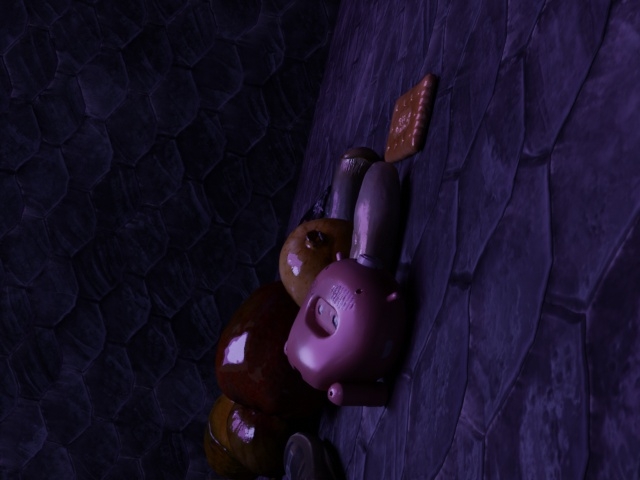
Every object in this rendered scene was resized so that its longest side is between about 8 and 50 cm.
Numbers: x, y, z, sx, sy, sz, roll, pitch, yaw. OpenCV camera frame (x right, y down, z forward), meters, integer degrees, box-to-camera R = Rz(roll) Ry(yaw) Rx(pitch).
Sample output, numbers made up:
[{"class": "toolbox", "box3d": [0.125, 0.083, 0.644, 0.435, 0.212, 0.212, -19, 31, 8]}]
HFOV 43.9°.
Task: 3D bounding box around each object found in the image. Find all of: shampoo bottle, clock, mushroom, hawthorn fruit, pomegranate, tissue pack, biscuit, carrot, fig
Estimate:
[{"class": "shampoo bottle", "box3d": [-0.016, 0.482, 1.636, 0.350, 0.084, 0.126, 165, 116, -80]}, {"class": "clock", "box3d": [0.044, 0.139, 1.393, 0.227, 0.142, 0.241, 37, 112, 54]}, {"class": "mushroom", "box3d": [0.058, -0.063, 1.894, 0.159, 0.122, 0.329, -178, 102, -73]}, {"class": "hawthorn fruit", "box3d": [-0.097, 0.251, 1.829, 0.308, 0.308, 0.325, 126, 135, -70]}, {"class": "pomegranate", "box3d": [0.017, 0.050, 1.694, 0.215, 0.215, 0.216, -167, 90, -82]}, {"class": "tissue pack", "box3d": [0.000, 0.000, 2.211, 0.332, 0.123, 0.245, 131, 157, -67]}, {"class": "biscuit", "box3d": [0.182, -0.248, 1.650, 0.249, 0.030, 0.160, 180, 103, -82]}, {"class": "mushroom", "box3d": [0.101, 0.010, 1.571, 0.123, 0.094, 0.352, 118, 164, -79]}, {"class": "carrot", "box3d": [-0.225, 0.573, 2.395, 0.341, 0.241, 0.242, 112, 168, -50]}, {"class": "fig", "box3d": [-0.122, 0.539, 1.982, 0.217, 0.216, 0.321, -97, 4, -68]}]

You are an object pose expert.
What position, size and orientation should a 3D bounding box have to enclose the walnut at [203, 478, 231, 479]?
[{"class": "walnut", "box3d": [-0.240, 0.743, 1.757, 0.383, 0.383, 0.384, -167, 90, -82]}]
